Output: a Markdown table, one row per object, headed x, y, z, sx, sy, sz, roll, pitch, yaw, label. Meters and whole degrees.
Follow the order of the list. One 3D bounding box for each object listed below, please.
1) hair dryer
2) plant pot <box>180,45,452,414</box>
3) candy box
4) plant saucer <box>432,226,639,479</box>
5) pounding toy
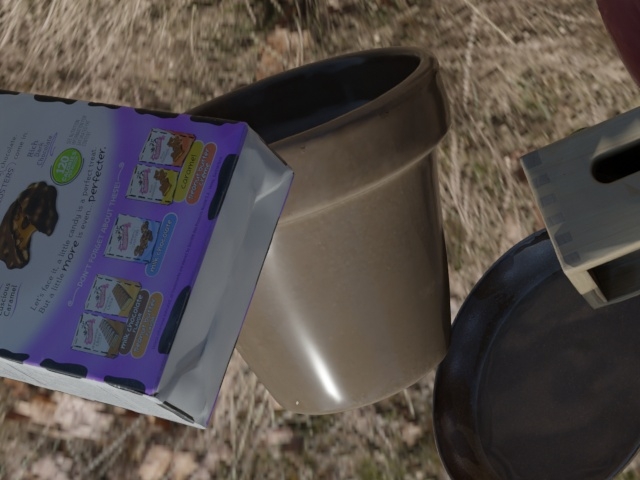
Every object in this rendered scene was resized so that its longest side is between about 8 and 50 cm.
| x | y | z | sx | sy | sz | roll | pitch | yaw | label |
| --- | --- | --- | --- | --- | --- | --- | --- | --- | --- |
| 0.319 | -0.117 | 1.445 | 0.080 | 0.223 | 0.294 | -26 | 99 | -12 | hair dryer |
| 0.000 | 0.000 | 1.221 | 0.263 | 0.263 | 0.229 | -20 | 107 | 4 | plant pot |
| -0.136 | 0.006 | 0.933 | 0.196 | 0.070 | 0.165 | 11 | 73 | 28 | candy box |
| 0.237 | 0.129 | 1.568 | 0.050 | 0.310 | 0.311 | 25 | 108 | -34 | plant saucer |
| 0.244 | -0.032 | 1.044 | 0.181 | 0.206 | 0.094 | -23 | 71 | 11 | pounding toy |
